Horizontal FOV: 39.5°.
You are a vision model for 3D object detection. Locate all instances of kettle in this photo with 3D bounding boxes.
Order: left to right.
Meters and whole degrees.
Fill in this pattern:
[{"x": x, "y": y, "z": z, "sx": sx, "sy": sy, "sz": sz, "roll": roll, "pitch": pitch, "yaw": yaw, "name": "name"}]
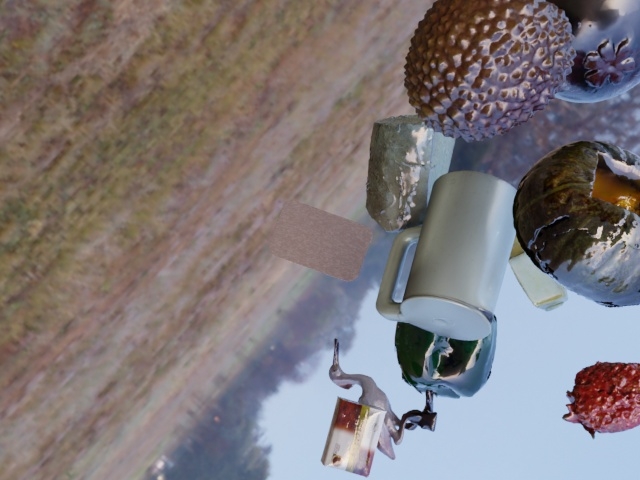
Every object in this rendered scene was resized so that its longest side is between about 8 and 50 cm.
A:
[{"x": 0.274, "y": 0.029, "z": 1.911, "sx": 0.205, "sy": 0.265, "sz": 0.318, "roll": 79, "pitch": 26, "yaw": -62, "name": "kettle"}]

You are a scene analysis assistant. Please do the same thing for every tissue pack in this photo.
[{"x": 0.071, "y": 0.427, "z": 1.946, "sx": 0.099, "sy": 0.106, "sz": 0.148, "roll": 141, "pitch": -36, "yaw": -82, "name": "tissue pack"}]

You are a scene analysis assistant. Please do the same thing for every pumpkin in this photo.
[{"x": 0.499, "y": -0.041, "z": 1.603, "sx": 0.320, "sy": 0.320, "sz": 0.192, "roll": -50, "pitch": 171, "yaw": -40, "name": "pumpkin"}]

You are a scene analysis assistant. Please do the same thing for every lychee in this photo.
[{"x": 0.264, "y": -0.281, "z": 1.438, "sx": 0.267, "sy": 0.267, "sz": 0.267, "roll": -47, "pitch": -177, "yaw": 3, "name": "lychee"}]

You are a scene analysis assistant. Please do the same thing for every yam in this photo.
[{"x": 0.206, "y": -0.162, "z": 2.118, "sx": 0.201, "sy": 0.271, "sz": 0.202, "roll": 5, "pitch": -167, "yaw": 30, "name": "yam"}]

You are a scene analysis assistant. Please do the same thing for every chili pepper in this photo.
[{"x": 0.304, "y": 0.257, "z": 2.202, "sx": 0.233, "sy": 0.249, "sz": 0.256, "roll": 82, "pitch": 15, "yaw": -77, "name": "chili pepper"}]

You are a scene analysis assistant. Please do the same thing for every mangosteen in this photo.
[{"x": 0.509, "y": -0.437, "z": 1.728, "sx": 0.307, "sy": 0.307, "sz": 0.347, "roll": -45, "pitch": -144, "yaw": 36, "name": "mangosteen"}]

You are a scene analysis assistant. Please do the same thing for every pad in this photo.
[{"x": 0.000, "y": 0.000, "z": 2.497, "sx": 0.002, "sy": 0.266, "sz": 0.176, "roll": 105, "pitch": 5, "yaw": -71, "name": "pad"}]

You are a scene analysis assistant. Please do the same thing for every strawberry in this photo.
[{"x": 0.621, "y": 0.316, "z": 1.835, "sx": 0.228, "sy": 0.098, "sz": 0.174, "roll": -12, "pitch": -146, "yaw": 37, "name": "strawberry"}]

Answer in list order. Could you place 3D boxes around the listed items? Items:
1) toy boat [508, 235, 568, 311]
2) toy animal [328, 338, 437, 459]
[{"x": 0.618, "y": 0.101, "z": 2.539, "sx": 0.111, "sy": 0.276, "sz": 0.084, "roll": -25, "pitch": -157, "yaw": 20, "name": "toy boat"}, {"x": 0.133, "y": 0.403, "z": 2.197, "sx": 0.195, "sy": 0.324, "sz": 0.090, "roll": -63, "pitch": 162, "yaw": 0, "name": "toy animal"}]
